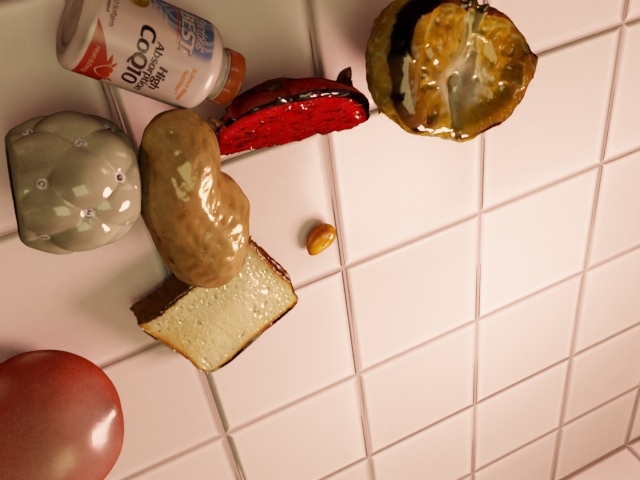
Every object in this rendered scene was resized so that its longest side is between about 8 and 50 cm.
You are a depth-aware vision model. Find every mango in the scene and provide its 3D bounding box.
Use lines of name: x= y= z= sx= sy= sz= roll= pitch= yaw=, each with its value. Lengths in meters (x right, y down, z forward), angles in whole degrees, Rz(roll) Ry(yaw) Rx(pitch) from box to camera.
mango: x=0.000 y=0.000 z=1.592 sx=0.060 sy=0.046 sz=0.089 roll=15 pitch=118 yaw=-37

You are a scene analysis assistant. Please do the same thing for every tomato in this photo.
tomato: x=-0.541 y=0.375 z=1.367 sx=0.322 sy=0.321 sz=0.321 roll=-15 pitch=128 yaw=-20

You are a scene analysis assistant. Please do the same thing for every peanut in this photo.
peanut: x=-0.228 y=-0.066 z=1.265 sx=0.192 sy=0.169 sz=0.387 roll=-27 pitch=136 yaw=-15

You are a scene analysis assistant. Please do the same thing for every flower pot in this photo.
flower pot: x=-0.412 y=-0.096 z=1.161 sx=0.195 sy=0.246 sz=0.246 roll=-10 pitch=126 yaw=-24

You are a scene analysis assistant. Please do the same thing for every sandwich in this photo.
sandwich: x=-0.216 y=0.135 z=1.531 sx=0.301 sy=0.099 sz=0.271 roll=-41 pitch=136 yaw=-2

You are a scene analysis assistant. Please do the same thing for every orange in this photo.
orange: x=0.228 y=-0.335 z=1.370 sx=0.369 sy=0.210 sz=0.270 roll=5 pitch=96 yaw=-34

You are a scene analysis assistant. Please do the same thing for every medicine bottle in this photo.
medicine bottle: x=-0.269 y=-0.313 z=1.142 sx=0.289 sy=0.157 sz=0.157 roll=14 pitch=114 yaw=-36

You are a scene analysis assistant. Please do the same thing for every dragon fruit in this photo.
dragon fruit: x=-0.052 y=-0.256 z=1.305 sx=0.344 sy=0.282 sz=0.100 roll=-13 pitch=86 yaw=-21
